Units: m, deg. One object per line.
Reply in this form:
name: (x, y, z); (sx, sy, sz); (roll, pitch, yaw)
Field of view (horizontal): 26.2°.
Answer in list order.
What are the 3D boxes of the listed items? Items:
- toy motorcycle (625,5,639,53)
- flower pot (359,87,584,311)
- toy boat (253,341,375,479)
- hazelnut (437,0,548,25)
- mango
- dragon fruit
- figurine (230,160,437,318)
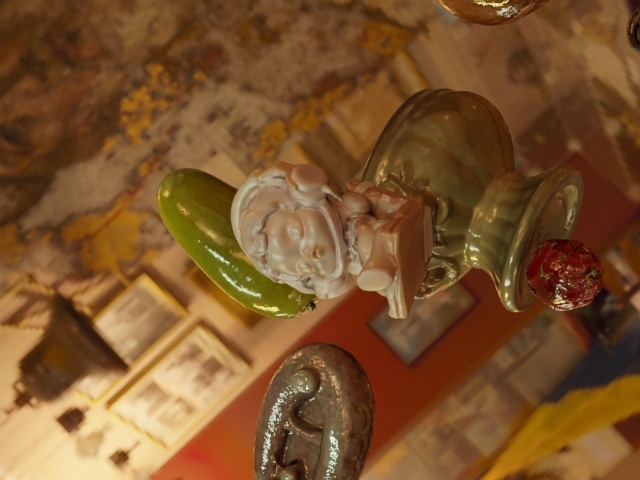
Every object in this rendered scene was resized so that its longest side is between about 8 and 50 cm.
toy motorcycle: (0.523, -0.320, 1.749); (0.124, 0.275, 0.187); (24, -158, -47)
flower pot: (0.205, -0.041, 1.886); (0.244, 0.307, 0.307); (22, 169, 24)
toy boat: (-0.018, 0.232, 1.670); (0.155, 0.227, 0.085); (27, -162, 35)
hazelnut: (0.182, -0.299, 1.424); (0.182, 0.182, 0.182); (47, 180, 0)
mango: (-0.114, -0.001, 1.997); (0.293, 0.143, 0.175); (37, -161, 2)
dragon fruit: (0.300, 0.043, 1.753); (0.094, 0.094, 0.190); (47, 176, -4)
figurine: (0.001, -0.002, 1.457); (0.236, 0.141, 0.162); (15, 129, 25)
